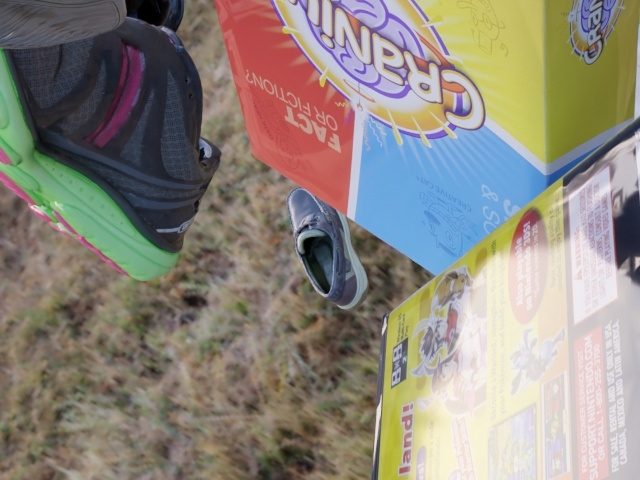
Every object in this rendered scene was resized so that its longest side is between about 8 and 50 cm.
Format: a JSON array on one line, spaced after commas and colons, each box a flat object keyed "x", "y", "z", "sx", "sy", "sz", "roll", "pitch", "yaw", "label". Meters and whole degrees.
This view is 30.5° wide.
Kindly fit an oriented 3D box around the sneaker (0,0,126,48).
[{"x": -0.154, "y": -0.167, "z": 0.517, "sx": 0.083, "sy": 0.222, "sz": 0.118, "roll": -13, "pitch": 78, "yaw": 13, "label": "sneaker"}]

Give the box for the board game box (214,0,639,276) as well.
[{"x": 0.036, "y": -0.124, "z": 0.552, "sx": 0.064, "sy": 0.316, "sz": 0.242, "roll": -37, "pitch": 49, "yaw": -23, "label": "board game box"}]

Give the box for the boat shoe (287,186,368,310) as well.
[{"x": -0.001, "y": 0.001, "z": 1.710, "sx": 0.080, "sy": 0.073, "sz": 0.223, "roll": -40, "pitch": 54, "yaw": 22, "label": "boat shoe"}]

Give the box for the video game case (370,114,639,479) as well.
[{"x": 0.089, "y": 0.100, "z": 0.412, "sx": 0.248, "sy": 0.035, "sz": 0.275, "roll": -44, "pitch": 33, "yaw": 50, "label": "video game case"}]

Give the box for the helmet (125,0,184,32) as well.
[{"x": -0.257, "y": -0.260, "z": 1.354, "sx": 0.161, "sy": 0.169, "sz": 0.169, "roll": -46, "pitch": 41, "yaw": 14, "label": "helmet"}]

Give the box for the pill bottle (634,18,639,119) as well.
[{"x": 0.299, "y": -0.221, "z": 0.926, "sx": 0.136, "sy": 0.136, "sz": 0.246, "roll": 22, "pitch": 75, "yaw": 48, "label": "pill bottle"}]

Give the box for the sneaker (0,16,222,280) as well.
[{"x": -0.224, "y": -0.142, "z": 1.039, "sx": 0.185, "sy": 0.483, "sz": 0.202, "roll": 29, "pitch": 76, "yaw": 24, "label": "sneaker"}]
